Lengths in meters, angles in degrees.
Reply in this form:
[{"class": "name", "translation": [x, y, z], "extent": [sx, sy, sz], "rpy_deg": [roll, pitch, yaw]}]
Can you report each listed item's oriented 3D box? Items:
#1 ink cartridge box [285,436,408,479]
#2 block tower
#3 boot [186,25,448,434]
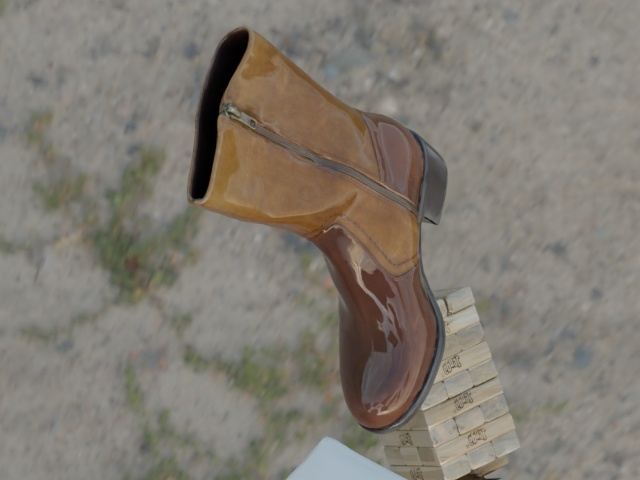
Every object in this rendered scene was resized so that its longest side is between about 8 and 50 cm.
[{"class": "ink cartridge box", "translation": [0.014, 0.185, 0.503], "extent": [0.353, 0.207, 0.119], "rpy_deg": [-46, 124, -18]}, {"class": "block tower", "translation": [0.127, 0.215, 1.764], "extent": [0.091, 0.097, 0.335], "rpy_deg": [-22, 96, -29]}, {"class": "boot", "translation": [0.000, 0.000, 1.560], "extent": [0.280, 0.096, 0.264], "rpy_deg": [26, 73, -52]}]
